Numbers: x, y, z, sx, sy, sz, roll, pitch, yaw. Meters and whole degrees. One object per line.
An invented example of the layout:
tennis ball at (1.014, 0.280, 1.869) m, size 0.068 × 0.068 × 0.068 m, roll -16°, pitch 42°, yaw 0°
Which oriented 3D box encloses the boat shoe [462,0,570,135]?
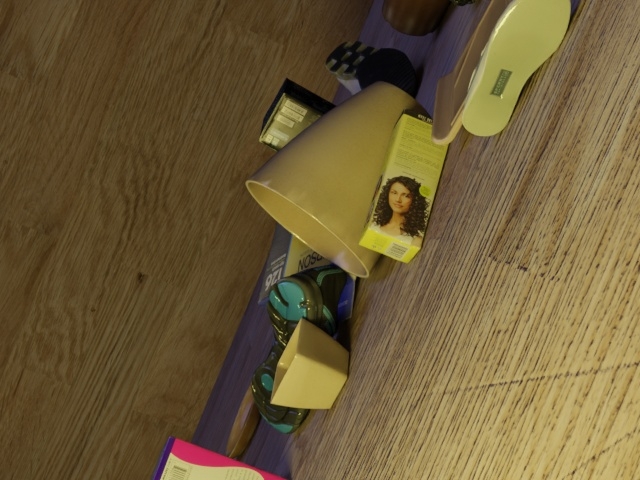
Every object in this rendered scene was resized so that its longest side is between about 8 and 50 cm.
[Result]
boat shoe at (0.234, -0.234, 1.245) m, size 0.081 × 0.079 × 0.227 m, roll -82°, pitch 12°, yaw -46°

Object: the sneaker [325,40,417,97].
sneaker at (0.140, -0.335, 2.190) m, size 0.122 × 0.146 × 0.330 m, roll -43°, pitch 31°, yaw -1°

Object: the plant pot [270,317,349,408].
plant pot at (-0.012, 0.210, 1.631) m, size 0.109 × 0.096 × 0.109 m, roll -81°, pitch 16°, yaw -61°

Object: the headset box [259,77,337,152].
headset box at (-0.007, -0.258, 2.390) m, size 0.131 × 0.246 × 0.283 m, roll -60°, pitch 10°, yaw 14°

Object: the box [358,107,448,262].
box at (0.131, -0.086, 1.532) m, size 0.058 × 0.087 × 0.232 m, roll 120°, pitch 169°, yaw -59°

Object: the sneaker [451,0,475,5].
sneaker at (0.260, -0.470, 1.760) m, size 0.286 × 0.109 × 0.130 m, roll -60°, pitch -11°, yaw -70°

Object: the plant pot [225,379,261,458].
plant pot at (-0.171, 0.419, 2.432) m, size 0.236 × 0.032 × 0.236 m, roll -158°, pitch 90°, yaw -84°

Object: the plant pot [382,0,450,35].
plant pot at (0.204, -0.519, 2.059) m, size 0.165 × 0.167 × 0.167 m, roll 110°, pitch 178°, yaw -52°

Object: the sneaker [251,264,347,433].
sneaker at (-0.026, 0.197, 1.778) m, size 0.140 × 0.125 × 0.340 m, roll -26°, pitch -41°, yaw -45°

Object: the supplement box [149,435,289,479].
supplement box at (-0.177, 0.428, 1.697) m, size 0.114 × 0.220 × 0.111 m, roll 122°, pitch 168°, yaw -60°

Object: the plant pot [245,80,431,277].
plant pot at (0.060, -0.121, 1.681) m, size 0.274 × 0.256 × 0.256 m, roll -52°, pitch 5°, yaw -9°

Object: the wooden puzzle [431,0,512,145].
wooden puzzle at (0.243, -0.273, 1.474) m, size 0.238 × 0.044 × 0.221 m, roll -57°, pitch 12°, yaw 35°

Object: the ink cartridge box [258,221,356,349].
ink cartridge box at (-0.018, 0.031, 1.935) m, size 0.304 × 0.072 × 0.307 m, roll -30°, pitch 41°, yaw 54°
